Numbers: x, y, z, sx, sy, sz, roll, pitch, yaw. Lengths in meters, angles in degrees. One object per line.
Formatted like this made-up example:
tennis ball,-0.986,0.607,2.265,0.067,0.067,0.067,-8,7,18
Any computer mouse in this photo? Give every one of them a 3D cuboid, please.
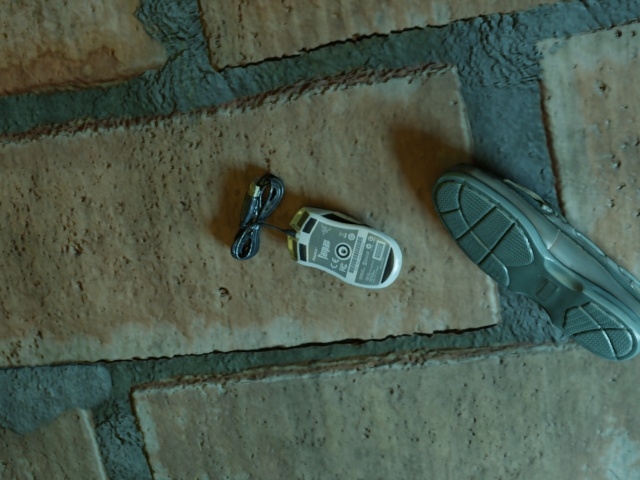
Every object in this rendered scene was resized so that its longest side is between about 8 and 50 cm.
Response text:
computer mouse,0.000,0.000,1.051,0.193,0.042,0.106,20,106,13

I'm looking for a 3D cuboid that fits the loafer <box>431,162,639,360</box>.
loafer,0.233,0.012,0.989,0.267,0.084,0.096,43,143,2
